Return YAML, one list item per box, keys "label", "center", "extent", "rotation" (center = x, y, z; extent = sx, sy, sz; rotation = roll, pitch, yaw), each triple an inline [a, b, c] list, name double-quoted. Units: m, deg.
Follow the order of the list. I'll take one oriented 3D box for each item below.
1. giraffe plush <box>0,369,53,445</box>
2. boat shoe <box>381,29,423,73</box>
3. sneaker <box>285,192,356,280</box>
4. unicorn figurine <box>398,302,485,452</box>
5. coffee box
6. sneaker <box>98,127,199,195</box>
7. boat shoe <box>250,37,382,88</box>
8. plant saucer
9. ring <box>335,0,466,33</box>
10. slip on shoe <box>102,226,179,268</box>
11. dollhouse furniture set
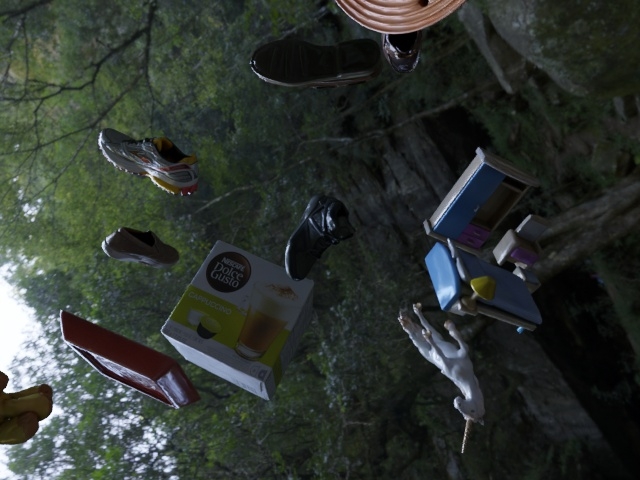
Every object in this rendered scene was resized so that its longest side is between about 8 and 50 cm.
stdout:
- label: "giraffe plush"
  center: [-0.703, 0.337, 0.986]
  extent: [0.210, 0.181, 0.171]
  rotation: [-23, -69, -22]
- label: "boat shoe"
  center: [0.141, -0.357, 0.816]
  extent: [0.207, 0.073, 0.073]
  rotation: [53, -149, -65]
- label: "sneaker"
  center: [0.000, 0.000, 1.134]
  extent: [0.087, 0.130, 0.228]
  rotation: [35, -102, -45]
- label: "unicorn figurine"
  center: [0.148, 0.141, 0.553]
  extent: [0.111, 0.060, 0.162]
  rotation: [59, -172, -18]
- label: "coffee box"
  center: [-0.238, 0.260, 1.490]
  extent: [0.337, 0.338, 0.335]
  rotation: [23, -116, 9]
- label: "sneaker"
  center: [-0.345, -0.181, 0.958]
  extent: [0.225, 0.093, 0.088]
  rotation: [24, -147, 3]
- label: "boat shoe"
  center: [-0.008, -0.404, 1.110]
  extent: [0.104, 0.306, 0.111]
  rotation: [29, -114, -81]
- label: "plant saucer"
  center: [-0.388, 0.259, 0.956]
  extent: [0.258, 0.259, 0.048]
  rotation: [19, -123, 11]
- label: "ring"
  center: [0.095, -0.413, 0.518]
  extent: [0.032, 0.336, 0.337]
  rotation: [-23, -92, -34]
- label: "slip on shoe"
  center: [-0.249, 0.007, 0.678]
  extent: [0.051, 0.041, 0.135]
  rotation: [45, -169, 26]
- label: "dollhouse furniture set"
  center: [0.368, 0.019, 0.868]
  extent: [0.286, 0.198, 0.304]
  rotation: [21, -146, -15]
